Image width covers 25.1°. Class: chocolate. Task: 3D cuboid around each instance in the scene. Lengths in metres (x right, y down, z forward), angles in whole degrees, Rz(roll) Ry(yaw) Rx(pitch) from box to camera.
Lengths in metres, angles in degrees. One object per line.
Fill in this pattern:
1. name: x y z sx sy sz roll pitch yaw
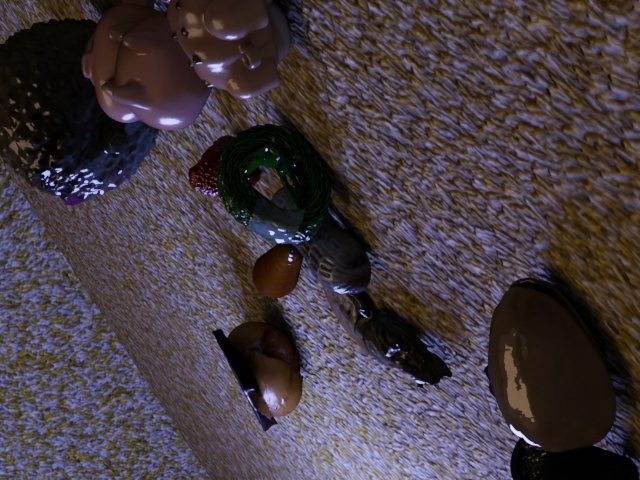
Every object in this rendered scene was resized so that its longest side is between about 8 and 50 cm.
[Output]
1. chocolate: 0.000 0.000 1.775 0.167 0.072 0.072 49 163 12

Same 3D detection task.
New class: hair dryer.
1. hair dryer: 0.223 0.200 1.545 0.128 0.070 0.255 21 -165 -32

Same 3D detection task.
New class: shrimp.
1. shrimp: 0.071 0.094 1.820 0.296 0.058 0.169 27 148 62

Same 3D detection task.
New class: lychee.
1. lychee: -0.352 -0.188 2.007 0.274 0.255 0.255 27 151 36

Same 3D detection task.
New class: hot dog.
1. hot dog: -0.093 0.209 2.405 0.194 0.107 0.326 61 174 6

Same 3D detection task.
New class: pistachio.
1. pistachio: 0.219 0.123 1.391 0.126 0.108 0.186 -8 113 44

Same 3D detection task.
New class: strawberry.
1. strawberry: -0.128 -0.093 1.894 0.083 0.096 0.083 161 90 -77

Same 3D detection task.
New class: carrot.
1. carrot: -0.055 0.032 1.960 0.069 0.069 0.336 51 169 4

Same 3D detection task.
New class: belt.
1. belt: -0.054 -0.061 1.710 0.151 0.121 0.079 45 160 9

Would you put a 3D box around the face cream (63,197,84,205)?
1. face cream: -0.388 -0.180 2.263 0.195 0.175 0.175 53 163 2

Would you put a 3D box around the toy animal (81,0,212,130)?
1. toy animal: -0.204 -0.217 1.747 0.154 0.167 0.250 12 -170 -27

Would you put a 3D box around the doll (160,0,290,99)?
1. doll: -0.129 -0.275 1.518 0.278 0.119 0.154 56 165 24
